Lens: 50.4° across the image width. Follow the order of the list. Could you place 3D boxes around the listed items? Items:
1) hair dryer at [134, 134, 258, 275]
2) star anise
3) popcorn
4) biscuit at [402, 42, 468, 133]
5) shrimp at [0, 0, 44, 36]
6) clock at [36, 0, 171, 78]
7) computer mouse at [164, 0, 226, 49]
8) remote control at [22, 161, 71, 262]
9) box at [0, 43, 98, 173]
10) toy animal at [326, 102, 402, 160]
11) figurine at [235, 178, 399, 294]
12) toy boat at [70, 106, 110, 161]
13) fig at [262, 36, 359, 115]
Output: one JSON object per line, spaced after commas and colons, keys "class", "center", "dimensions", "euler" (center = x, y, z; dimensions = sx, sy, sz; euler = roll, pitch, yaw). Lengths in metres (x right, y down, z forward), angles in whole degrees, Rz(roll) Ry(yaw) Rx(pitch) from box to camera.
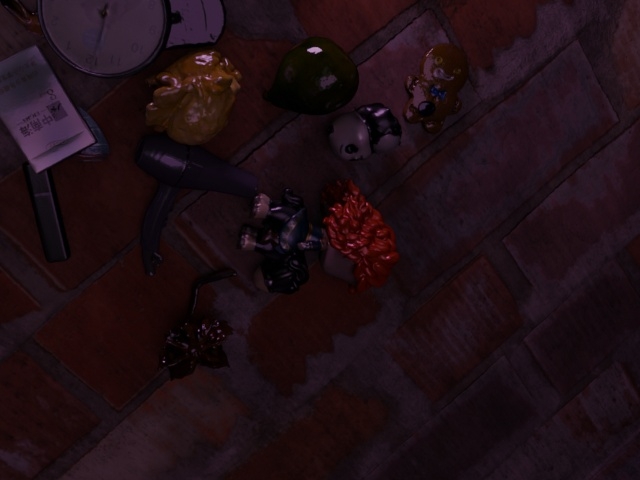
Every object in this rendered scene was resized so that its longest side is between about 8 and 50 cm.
{"class": "hair dryer", "center": [-0.348, -0.068, 1.675], "dimensions": [0.301, 0.121, 0.361], "euler": [18, 108, -30]}
{"class": "star anise", "center": [-0.301, 0.228, 1.741], "dimensions": [0.237, 0.148, 0.347], "euler": [20, 96, -44]}
{"class": "popcorn", "center": [-0.287, -0.325, 1.554], "dimensions": [0.253, 0.191, 0.190], "euler": [-30, 112, -7]}
{"class": "biscuit", "center": [0.311, -0.409, 1.813], "dimensions": [0.179, 0.039, 0.237], "euler": [19, 97, -21]}
{"class": "shrimp", "center": [-0.612, -0.549, 1.458], "dimensions": [0.178, 0.075, 0.289], "euler": [-50, 126, 3]}
{"class": "clock", "center": [-0.460, -0.482, 1.448], "dimensions": [0.280, 0.055, 0.281], "euler": [-3, 111, -9]}
{"class": "computer mouse", "center": [-0.346, -0.500, 1.536], "dimensions": [0.269, 0.086, 0.138], "euler": [-9, 113, -6]}
{"class": "remote control", "center": [-0.645, -0.067, 1.602], "dimensions": [0.063, 0.025, 0.246], "euler": [-11, 108, -11]}
{"class": "box", "center": [-0.625, -0.288, 1.507], "dimensions": [0.155, 0.067, 0.243], "euler": [-29, 104, -6]}
{"class": "toy animal", "center": [0.110, -0.267, 1.731], "dimensions": [0.179, 0.166, 0.138], "euler": [-25, 68, -1]}
{"class": "figurine", "center": [-0.010, 0.006, 1.738], "dimensions": [0.411, 0.241, 0.307], "euler": [-9, 99, -5]}
{"class": "toy boat", "center": [-0.539, -0.246, 1.580], "dimensions": [0.096, 0.034, 0.122], "euler": [0, 105, -19]}
{"class": "fig", "center": [-0.028, -0.378, 1.641], "dimensions": [0.244, 0.195, 0.195], "euler": [-29, 116, 25]}
